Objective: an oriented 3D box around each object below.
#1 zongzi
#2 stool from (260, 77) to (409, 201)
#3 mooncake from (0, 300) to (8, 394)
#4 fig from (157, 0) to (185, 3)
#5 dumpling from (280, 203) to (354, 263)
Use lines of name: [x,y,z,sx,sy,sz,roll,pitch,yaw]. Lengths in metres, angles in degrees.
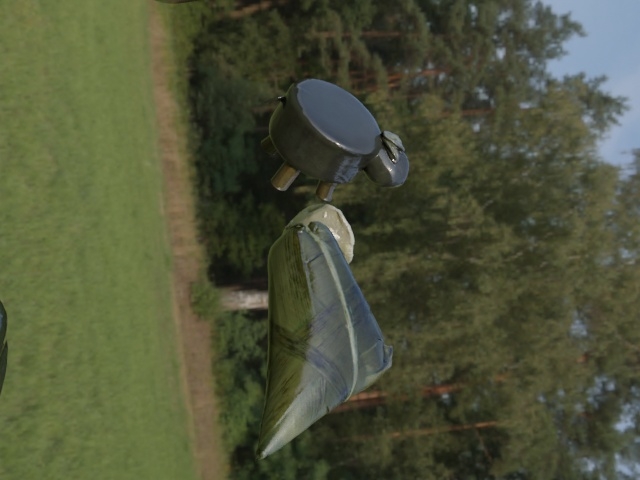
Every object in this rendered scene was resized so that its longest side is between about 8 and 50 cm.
zongzi: [-0.019,0.049,0.450,0.052,0.113,0.104,-32,-95,45]
stool: [0.013,-0.133,1.217,0.139,0.228,0.153,-53,174,36]
mooncake: [-0.516,0.126,0.845,0.187,0.352,0.351,-90,-179,-49]
fig: [-0.122,-0.330,0.724,0.235,0.215,0.234,-9,-101,55]
dumpling: [0.000,0.000,0.664,0.077,0.059,0.043,-40,-165,29]
